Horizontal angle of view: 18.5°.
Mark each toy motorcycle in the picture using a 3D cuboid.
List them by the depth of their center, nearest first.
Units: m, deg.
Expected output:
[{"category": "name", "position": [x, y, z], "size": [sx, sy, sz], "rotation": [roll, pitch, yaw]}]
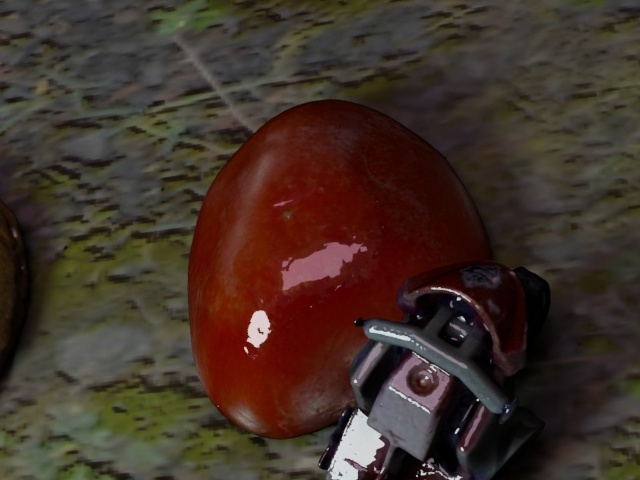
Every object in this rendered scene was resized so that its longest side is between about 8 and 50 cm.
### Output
[{"category": "toy motorcycle", "position": [0.041, 0.093, 0.896], "size": [0.082, 0.122, 0.213], "rotation": [31, 76, 21]}]

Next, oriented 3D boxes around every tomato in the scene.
[{"category": "tomato", "position": [-0.008, -0.001, 0.999], "size": [0.166, 0.082, 0.174], "rotation": [-29, 55, 6]}]

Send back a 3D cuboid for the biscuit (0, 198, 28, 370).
[{"category": "biscuit", "position": [-0.265, 0.045, 1.111], "size": [0.226, 0.042, 0.226], "rotation": [-11, 57, 18]}]
